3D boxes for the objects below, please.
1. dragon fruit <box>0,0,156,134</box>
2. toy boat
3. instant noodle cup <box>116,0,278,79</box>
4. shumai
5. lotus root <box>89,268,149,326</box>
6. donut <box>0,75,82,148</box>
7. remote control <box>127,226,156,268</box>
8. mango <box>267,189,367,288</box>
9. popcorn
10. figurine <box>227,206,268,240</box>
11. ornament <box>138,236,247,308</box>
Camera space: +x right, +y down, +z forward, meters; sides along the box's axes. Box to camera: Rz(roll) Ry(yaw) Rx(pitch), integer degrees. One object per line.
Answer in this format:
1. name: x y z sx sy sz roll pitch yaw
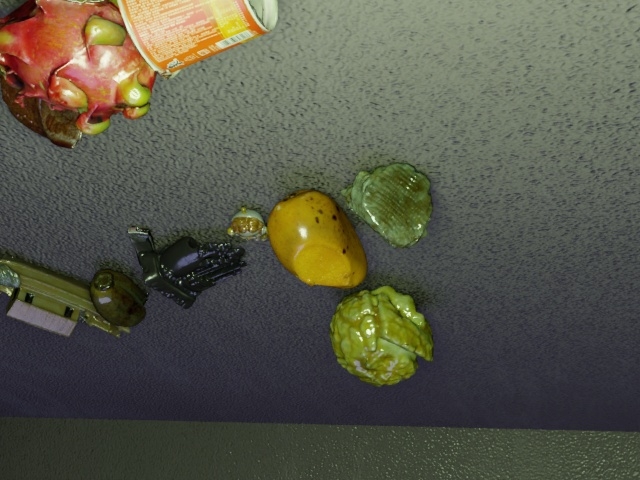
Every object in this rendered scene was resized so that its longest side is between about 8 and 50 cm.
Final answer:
1. dragon fruit: -0.396 -0.290 1.312 0.307 0.228 0.243 -8 145 31
2. toy boat: -0.743 0.175 2.353 0.445 0.162 0.136 24 146 -30
3. instant noodle cup: -0.166 -0.351 1.181 0.174 0.213 0.213 -11 149 16
4. shumai: 0.125 -0.059 1.690 0.184 0.184 0.142 16 158 -17
5. lotus root: -0.560 0.161 2.321 0.123 0.124 0.241 -17 149 6
6. donut: -0.503 -0.256 1.509 0.126 0.144 0.186 21 -177 16
7. remote control: -0.445 0.023 2.135 0.059 0.028 0.212 7 153 3
8. mango: 0.000 0.000 1.811 0.160 0.191 0.290 -33 132 17
9. popcorn: 0.151 0.243 2.198 0.282 0.247 0.282 -8 145 -6
10. figurine: -0.153 -0.029 1.938 0.101 0.068 0.143 -9 161 35
11. ornament: -0.292 0.062 2.116 0.260 0.106 0.251 -19 153 14
